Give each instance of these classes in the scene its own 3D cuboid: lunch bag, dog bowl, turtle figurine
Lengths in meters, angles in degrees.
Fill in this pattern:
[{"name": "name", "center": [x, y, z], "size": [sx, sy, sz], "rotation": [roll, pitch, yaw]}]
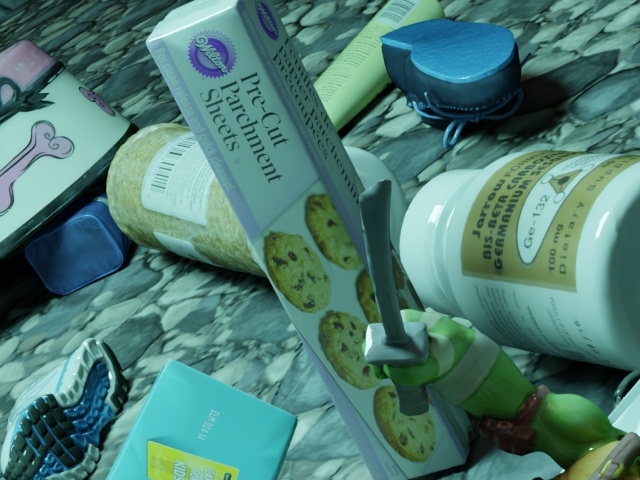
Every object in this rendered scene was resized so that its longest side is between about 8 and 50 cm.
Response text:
[{"name": "lunch bag", "center": [-0.227, -0.001, 1.812], "size": [0.098, 0.067, 0.065], "rotation": [-24, 21, 15]}, {"name": "dog bowl", "center": [-0.389, -0.047, 1.915], "size": [0.408, 0.150, 0.408], "rotation": [-34, 11, 8]}, {"name": "turtle figurine", "center": [0.039, 0.130, 0.730], "size": [0.266, 0.198, 0.274], "rotation": [-50, -23, 23]}]

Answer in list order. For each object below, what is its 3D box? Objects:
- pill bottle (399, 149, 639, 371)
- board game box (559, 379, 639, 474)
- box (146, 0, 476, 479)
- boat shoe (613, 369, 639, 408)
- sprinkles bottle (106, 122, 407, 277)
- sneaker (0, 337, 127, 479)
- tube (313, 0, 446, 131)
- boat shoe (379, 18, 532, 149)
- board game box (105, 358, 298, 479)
[{"name": "pill bottle", "center": [0.154, 0.008, 1.198], "size": [0.131, 0.131, 0.229], "rotation": [-39, 22, -23]}, {"name": "board game box", "center": [0.294, 0.092, 0.773], "size": [0.390, 0.050, 0.390], "rotation": [-48, 31, -11]}, {"name": "box", "center": [0.000, 0.000, 1.149], "size": [0.067, 0.324, 0.063], "rotation": [-19, 20, 20]}, {"name": "boat shoe", "center": [0.238, 0.109, 0.934], "size": [0.084, 0.079, 0.233], "rotation": [-38, 23, -27]}, {"name": "sprinkles bottle", "center": [-0.063, -0.032, 1.591], "size": [0.121, 0.121, 0.355], "rotation": [-37, 22, -19]}, {"name": "sneaker", "center": [-0.214, 0.149, 1.467], "size": [0.083, 0.071, 0.191], "rotation": [-29, 11, 21]}, {"name": "tube", "center": [0.031, -0.155, 1.856], "size": [0.240, 0.062, 0.070], "rotation": [-47, -17, -28]}, {"name": "boat shoe", "center": [0.126, -0.139, 1.651], "size": [0.109, 0.089, 0.258], "rotation": [-17, 15, -3]}, {"name": "board game box", "center": [-0.120, 0.251, 0.875], "size": [0.336, 0.079, 0.254], "rotation": [-67, 2, -59]}]
